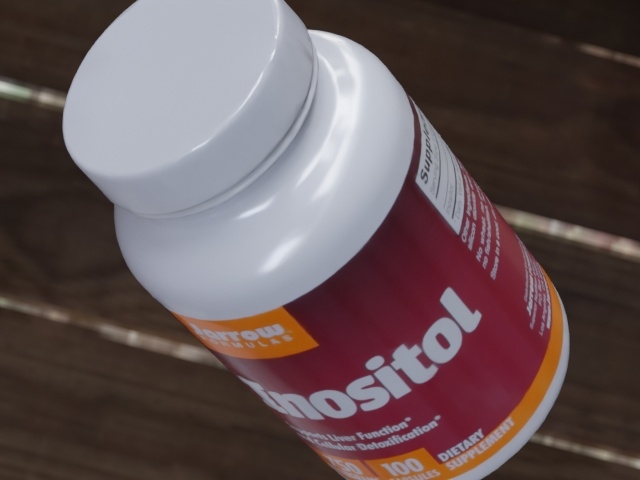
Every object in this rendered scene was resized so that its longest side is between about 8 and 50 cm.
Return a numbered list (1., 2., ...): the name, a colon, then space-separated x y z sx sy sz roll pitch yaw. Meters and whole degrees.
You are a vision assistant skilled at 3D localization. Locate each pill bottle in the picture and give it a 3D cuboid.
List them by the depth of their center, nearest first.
1. pill bottle: 0.000 0.000 0.503 0.152 0.086 0.086 47 -136 -42
